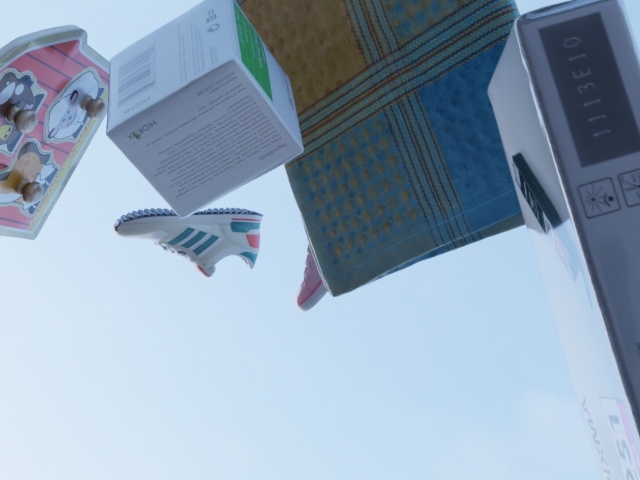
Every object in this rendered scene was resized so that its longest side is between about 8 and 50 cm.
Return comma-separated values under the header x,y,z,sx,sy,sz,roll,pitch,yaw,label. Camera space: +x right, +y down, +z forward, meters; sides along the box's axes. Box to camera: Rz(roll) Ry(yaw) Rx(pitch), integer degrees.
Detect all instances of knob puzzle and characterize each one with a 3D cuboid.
x,y,z,sx,sy,sz,roll,pitch,yaw,label
-0.231,-0.081,0.766,0.030,0.213,0.213,31,-57,15,knob puzzle

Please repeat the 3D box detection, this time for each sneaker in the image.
x,y,z,sx,sy,sz,roll,pitch,yaw,label
0.000,0.000,0.927,0.070,0.051,0.134,35,-78,-5,sneaker
-0.140,0.004,1.041,0.161,0.057,0.075,-2,-82,-19,sneaker

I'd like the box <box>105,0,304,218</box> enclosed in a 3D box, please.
x,y,z,sx,sy,sz,roll,pitch,yaw,label
-0.079,-0.092,0.654,0.102,0.101,0.087,-27,-51,12,box

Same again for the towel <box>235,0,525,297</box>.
x,y,z,sx,sy,sz,roll,pitch,yaw,label
0.043,-0.161,0.796,0.271,0.040,0.370,-23,-94,43,towel

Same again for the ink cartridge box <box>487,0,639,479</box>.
x,y,z,sx,sy,sz,roll,pitch,yaw,label
0.158,0.031,0.553,0.060,0.239,0.275,-15,-98,1,ink cartridge box
